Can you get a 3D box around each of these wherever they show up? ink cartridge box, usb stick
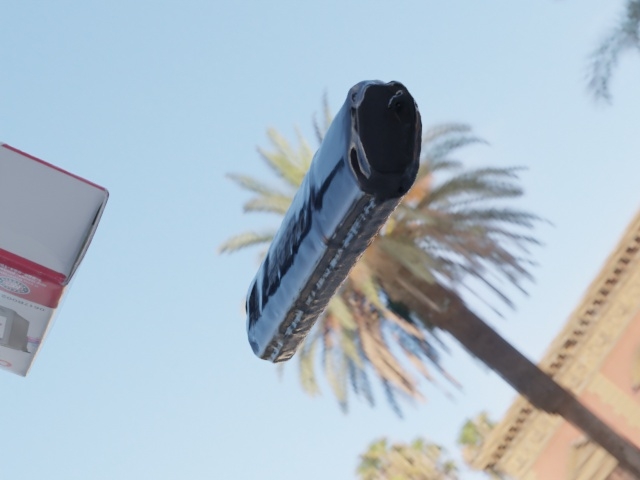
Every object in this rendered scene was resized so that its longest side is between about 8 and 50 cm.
[{"bbox_3d":[-0.381,0.014,1.232,0.306,0.226,0.131,129,161,-56],"label":"ink cartridge box"},{"bbox_3d":[0.000,0.000,0.698,0.045,0.077,0.278,6,-27,-14],"label":"usb stick"}]
